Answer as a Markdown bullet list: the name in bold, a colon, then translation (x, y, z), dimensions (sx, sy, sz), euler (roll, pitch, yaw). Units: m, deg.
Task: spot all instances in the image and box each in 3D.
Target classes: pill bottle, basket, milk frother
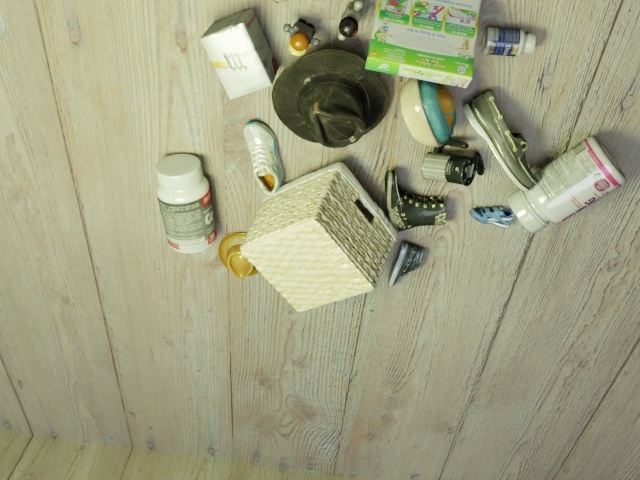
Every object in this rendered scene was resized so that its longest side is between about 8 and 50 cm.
- **pill bottle**: translation (0.691, -0.151, 1.651), dimensions (0.160, 0.160, 0.283), euler (39, 123, -22)
- **pill bottle**: translation (-0.418, -0.114, 1.813), dimensions (0.161, 0.161, 0.283), euler (2, 128, 5)
- **pill bottle**: translation (0.473, -0.498, 1.464), dimensions (0.120, 0.067, 0.067), euler (5, 128, 3)
- **basket**: translation (0.000, 0.000, 1.747), dimensions (0.331, 0.266, 0.328), euler (-21, 122, 35)
- **milk frother**: translation (0.389, -0.215, 1.685), dimensions (0.135, 0.129, 0.143), euler (16, 171, 39)

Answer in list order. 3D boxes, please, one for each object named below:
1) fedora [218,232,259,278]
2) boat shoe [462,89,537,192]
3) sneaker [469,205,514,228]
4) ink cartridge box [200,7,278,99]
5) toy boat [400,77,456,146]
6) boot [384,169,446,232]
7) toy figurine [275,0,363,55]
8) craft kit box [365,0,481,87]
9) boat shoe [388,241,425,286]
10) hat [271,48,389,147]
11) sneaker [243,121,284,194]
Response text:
- **fedora**: translation (-0.268, 0.066, 1.988), dimensions (0.194, 0.079, 0.194), euler (3, 129, 4)
- **boat shoe**: translation (0.508, -0.268, 1.590), dimensions (0.091, 0.109, 0.305), euler (-35, 100, 23)
- **sneaker**: translation (0.529, -0.083, 1.794), dimensions (0.144, 0.053, 0.059), euler (10, 130, -12)
- **ink cartridge box**: translation (-0.207, -0.486, 1.517), dimensions (0.127, 0.128, 0.176), euler (-13, 124, 17)
- **toy boat**: translation (0.276, -0.397, 1.484), dimensions (0.148, 0.267, 0.318), euler (-14, 93, 21)
- **boot**: translation (0.289, -0.124, 1.771), dimensions (0.179, 0.085, 0.236), euler (-6, 133, 8)
- **toy figurine**: translation (-0.007, -0.574, 1.411), dimensions (0.213, 0.148, 0.209), euler (-9, 126, 13)
- **craft kit box**: translation (0.249, -0.504, 1.388), dimensions (0.250, 0.246, 0.061), euler (11, 163, -1)
- **boat shoe**: translation (0.286, 0.091, 1.949), dimensions (0.083, 0.065, 0.183), euler (14, 127, -3)
- **hat**: translation (0.029, -0.334, 1.550), dimensions (0.331, 0.134, 0.331), euler (-2, 146, -1)
- **sneaker**: translation (-0.167, -0.243, 1.725), dimensions (0.087, 0.092, 0.228), euler (-10, 125, 16)
